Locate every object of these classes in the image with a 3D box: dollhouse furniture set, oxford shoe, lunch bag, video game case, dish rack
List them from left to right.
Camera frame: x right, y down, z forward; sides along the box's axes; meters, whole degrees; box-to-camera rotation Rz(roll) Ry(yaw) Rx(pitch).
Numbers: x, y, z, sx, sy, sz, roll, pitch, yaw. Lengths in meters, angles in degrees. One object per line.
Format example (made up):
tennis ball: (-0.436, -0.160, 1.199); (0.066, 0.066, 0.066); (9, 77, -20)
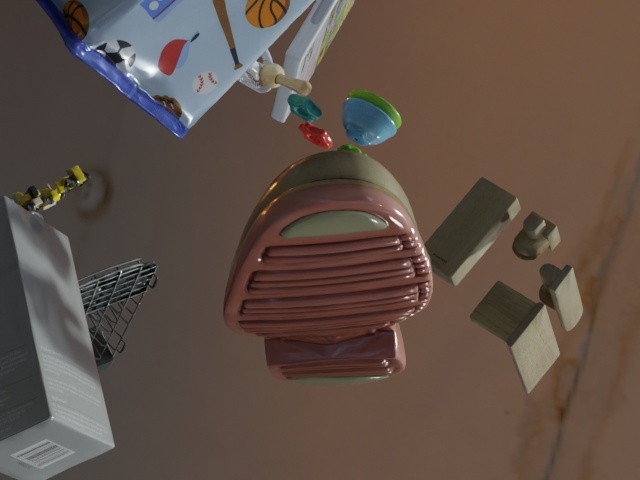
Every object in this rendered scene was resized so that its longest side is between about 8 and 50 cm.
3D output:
dish rack: (-0.342, 0.117, 1.978); (0.074, 0.208, 0.271); (48, -46, 19)
lunch bag: (-0.182, -0.363, 1.539); (0.328, 0.239, 0.385); (-42, -132, 5)
oxford shoe: (0.000, 0.000, 1.033); (0.140, 0.397, 0.146); (-2, -108, -3)
video game case: (0.001, -0.277, 1.862); (0.026, 0.227, 0.206); (29, -106, 2)
dollhouse furniture set: (0.199, 0.048, 1.540); (0.151, 0.123, 0.144); (33, -105, 30)

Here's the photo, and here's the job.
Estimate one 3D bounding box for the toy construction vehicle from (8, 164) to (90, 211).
toy construction vehicle: (-0.346, -0.062, 1.798); (0.098, 0.086, 0.035); (-27, -87, 53)

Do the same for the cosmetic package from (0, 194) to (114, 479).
cosmetic package: (-0.283, 0.092, 1.344); (0.107, 0.127, 0.238); (-26, -119, 11)

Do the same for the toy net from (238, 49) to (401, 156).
toy net: (-0.024, -0.167, 1.611); (0.045, 0.232, 0.122); (-58, -177, -17)
